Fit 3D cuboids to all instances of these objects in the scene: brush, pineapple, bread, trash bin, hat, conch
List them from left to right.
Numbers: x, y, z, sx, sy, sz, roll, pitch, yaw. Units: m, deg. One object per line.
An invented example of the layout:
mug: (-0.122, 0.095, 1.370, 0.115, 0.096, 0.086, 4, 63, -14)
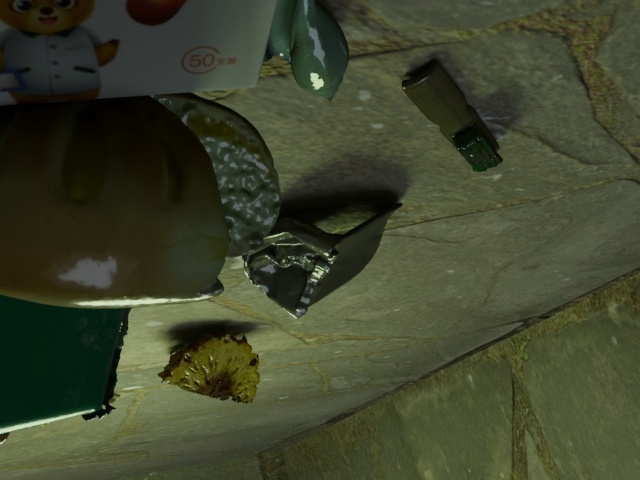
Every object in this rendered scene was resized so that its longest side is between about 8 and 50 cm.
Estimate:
trash bin: (-0.388, 0.091, 0.753, 0.295, 0.259, 0.381, 11, 178, 27)
bread: (-0.193, -0.064, 0.626, 0.332, 0.333, 0.160, 0, 113, -35)
pineapple: (-0.239, 0.242, 1.514, 0.249, 0.140, 0.164, 25, 177, -38)
conch: (-0.013, -0.193, 0.712, 0.065, 0.088, 0.180, -58, 156, -17)
hat: (0.000, 0.000, 1.150, 0.245, 0.149, 0.214, -46, 168, -39)
brush: (0.183, -0.153, 0.955, 0.054, 0.048, 0.282, -29, 154, 19)

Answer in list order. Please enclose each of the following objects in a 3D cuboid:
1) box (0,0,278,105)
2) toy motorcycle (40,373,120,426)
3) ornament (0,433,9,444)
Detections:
box: (-0.127, -0.237, 0.405, 0.224, 0.144, 0.341, -9, 157, -19)
toy motorcycle: (-0.482, 0.288, 1.372, 0.094, 0.130, 0.229, -34, 153, 27)
ornament: (-0.539, 0.171, 0.957, 0.235, 0.221, 0.217, -38, 148, 3)
